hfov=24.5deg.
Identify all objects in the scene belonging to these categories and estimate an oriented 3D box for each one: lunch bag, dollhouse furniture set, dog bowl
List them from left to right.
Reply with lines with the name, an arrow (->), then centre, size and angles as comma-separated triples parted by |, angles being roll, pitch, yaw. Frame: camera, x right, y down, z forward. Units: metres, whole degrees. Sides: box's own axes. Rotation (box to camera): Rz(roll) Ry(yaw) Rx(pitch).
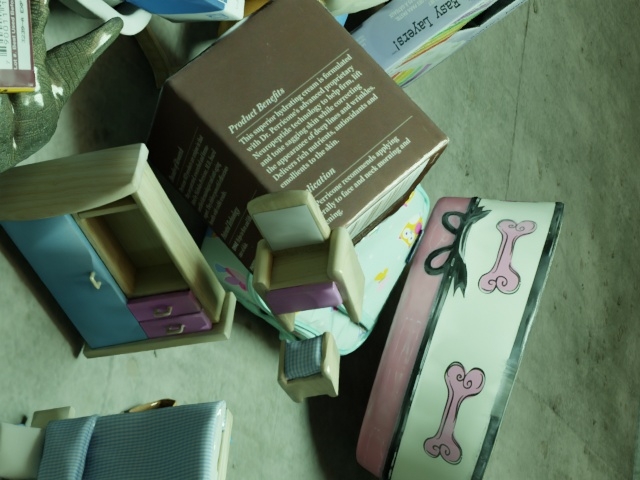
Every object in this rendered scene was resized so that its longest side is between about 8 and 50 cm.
dollhouse furniture set -> -0.137, 0.103, 1.118 | 0.198, 0.286, 0.303 | 62, 26, -44
lunch bag -> 0.000, 0.000, 1.562 | 0.279, 0.108, 0.224 | 37, 77, -57
dog bowl -> 0.163, 0.128, 1.766 | 0.408, 0.150, 0.408 | 17, 90, -84

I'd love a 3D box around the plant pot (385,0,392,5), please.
plant pot -> 0.171, -0.408, 1.904 | 0.188, 0.167, 0.187 | -64, 144, -41

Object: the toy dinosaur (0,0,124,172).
toy dinosaur -> -0.258, -0.106, 1.102 | 0.313, 0.121, 0.160 | -49, 145, -60

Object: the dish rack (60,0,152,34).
dish rack -> -0.227, -0.343, 1.179 | 0.333, 0.072, 0.285 | 34, 59, -60

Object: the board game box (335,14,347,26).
board game box -> -0.026, -0.186, 1.595 | 0.133, 0.033, 0.169 | -52, 170, -41

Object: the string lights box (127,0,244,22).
string lights box -> -0.149, -0.268, 1.175 | 0.259, 0.076, 0.133 | 12, 80, -65

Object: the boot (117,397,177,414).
boot -> -0.168, 0.232, 1.307 | 0.197, 0.073, 0.152 | -36, 124, -74

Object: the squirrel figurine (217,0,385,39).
squirrel figurine -> 0.003, -0.434, 1.518 | 0.397, 0.281, 0.370 | -63, 136, -67

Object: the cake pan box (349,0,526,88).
cake pan box -> 0.138, -0.261, 1.736 | 0.070, 0.267, 0.246 | 56, 26, 1

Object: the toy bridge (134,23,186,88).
toy bridge -> -0.159, -0.226, 1.373 | 0.063, 0.026, 0.188 | -38, 124, -56

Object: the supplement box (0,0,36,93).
supplement box -> -0.281, -0.141, 0.929 | 0.081, 0.188, 0.104 | -11, 100, -65

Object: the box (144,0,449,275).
box -> -0.026, -0.084, 1.334 | 0.168, 0.203, 0.167 | -40, 173, -23
